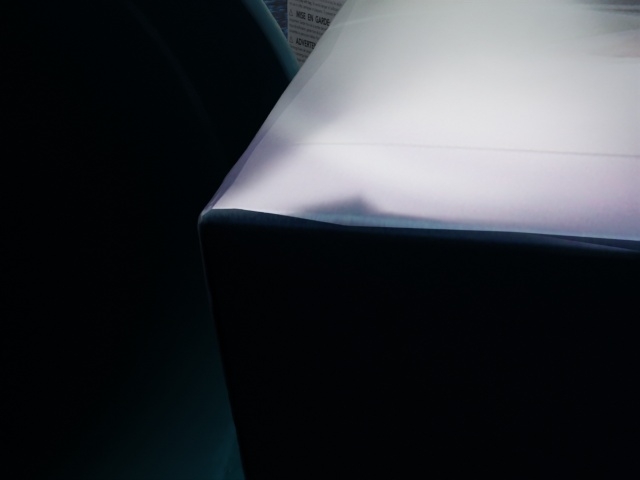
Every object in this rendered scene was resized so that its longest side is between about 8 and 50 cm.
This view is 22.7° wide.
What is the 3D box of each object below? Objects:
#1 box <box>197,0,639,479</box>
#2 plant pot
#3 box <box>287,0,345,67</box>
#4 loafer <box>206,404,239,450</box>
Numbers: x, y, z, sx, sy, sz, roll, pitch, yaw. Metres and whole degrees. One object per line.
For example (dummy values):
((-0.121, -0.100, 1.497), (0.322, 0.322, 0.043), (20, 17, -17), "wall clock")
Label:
((0.162, -0.008, 0.456), (0.296, 0.183, 0.294), (4, 36, 19), "box")
((-0.172, 0.022, 0.541), (0.255, 0.271, 0.271), (-5, 17, 45), "plant pot")
((0.094, -0.109, 0.934), (0.203, 0.103, 0.114), (-12, 21, -31), "box")
((0.051, 0.043, 0.636), (0.223, 0.076, 0.078), (-17, 33, -16), "loafer")
